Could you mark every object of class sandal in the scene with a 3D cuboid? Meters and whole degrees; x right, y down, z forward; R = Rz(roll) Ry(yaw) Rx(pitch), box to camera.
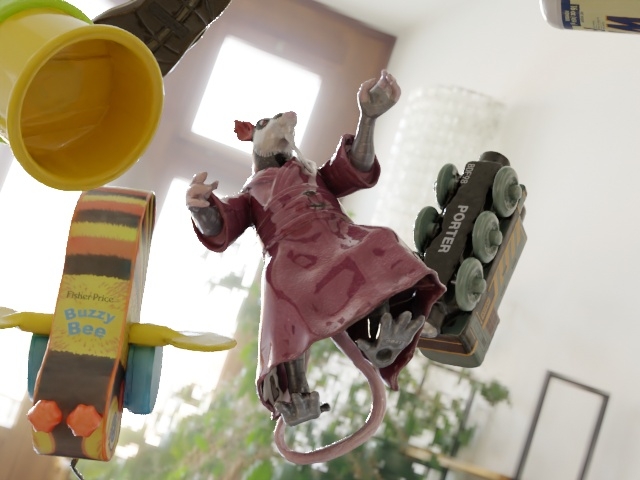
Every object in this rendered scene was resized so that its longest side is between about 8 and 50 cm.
[{"bbox_3d":[-0.155,-0.223,1.089,0.090,0.060,0.219,40,-50,-19],"label":"sandal"}]

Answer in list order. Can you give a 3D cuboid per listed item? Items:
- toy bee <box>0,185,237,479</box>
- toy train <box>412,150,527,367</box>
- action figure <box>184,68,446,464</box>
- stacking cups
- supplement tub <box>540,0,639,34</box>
[{"bbox_3d":[-0.156,0.094,0.807,0.195,0.298,0.162,-15,-10,-6],"label":"toy bee"},{"bbox_3d":[0.220,0.028,1.672,0.142,0.334,0.190,5,-37,31],"label":"toy train"},{"bbox_3d":[0.000,0.000,1.185,0.248,0.370,0.276,-18,-41,-6],"label":"action figure"},{"bbox_3d":[-0.224,-0.128,0.700,0.316,0.096,0.096,30,0,41],"label":"stacking cups"},{"bbox_3d":[0.512,-0.427,1.694,0.325,0.235,0.235,8,-13,20],"label":"supplement tub"}]
